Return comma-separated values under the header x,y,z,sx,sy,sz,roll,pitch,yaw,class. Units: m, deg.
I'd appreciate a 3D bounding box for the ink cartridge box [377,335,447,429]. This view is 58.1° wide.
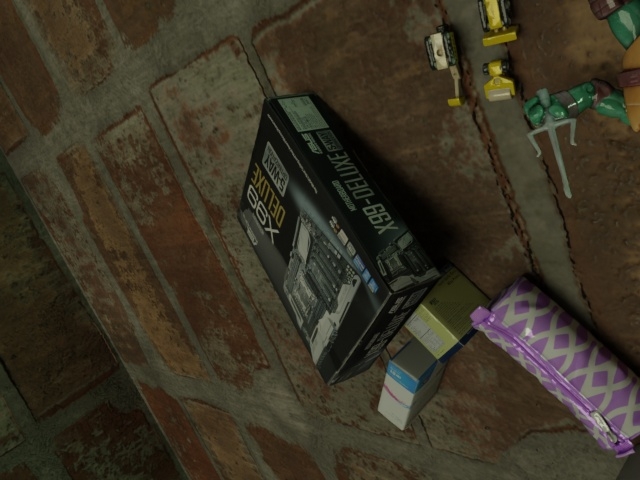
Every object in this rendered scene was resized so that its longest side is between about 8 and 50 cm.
x,y,z,sx,sy,sz,roll,pitch,yaw,class
0.132,0.195,0.813,0.052,0.089,0.122,32,138,29,ink cartridge box

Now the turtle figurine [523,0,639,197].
x,y,z,sx,sy,sz,roll,pitch,yaw,class
0.242,-0.120,0.423,0.175,0.118,0.233,-1,104,49,turtle figurine

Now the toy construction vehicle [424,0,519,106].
x,y,z,sx,sy,sz,roll,pitch,yaw,class
0.151,-0.182,0.555,0.086,0.035,0.098,-3,118,38,toy construction vehicle

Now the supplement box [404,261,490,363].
x,y,z,sx,sy,sz,roll,pitch,yaw,class
0.154,0.088,0.710,0.083,0.083,0.056,45,143,14,supplement box

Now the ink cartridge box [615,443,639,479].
x,y,z,sx,sy,sz,roll,pitch,yaw,class
0.361,0.295,0.511,0.171,0.233,0.168,44,142,16,ink cartridge box

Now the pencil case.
x,y,z,sx,sy,sz,roll,pitch,yaw,class
0.260,0.133,0.623,0.206,0.088,0.086,44,140,17,pencil case

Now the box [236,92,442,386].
x,y,z,sx,sy,sz,roll,pitch,yaw,class
0.000,0.000,0.755,0.307,0.077,0.242,59,148,26,box
